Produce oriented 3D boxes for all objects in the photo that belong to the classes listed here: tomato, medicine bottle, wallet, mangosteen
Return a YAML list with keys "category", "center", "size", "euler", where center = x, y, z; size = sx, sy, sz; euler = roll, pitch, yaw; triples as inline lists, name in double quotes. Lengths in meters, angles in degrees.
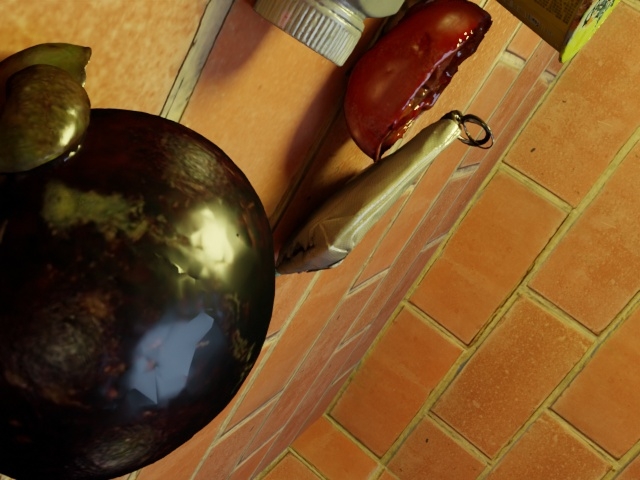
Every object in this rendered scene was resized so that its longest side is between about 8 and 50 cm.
- category: "tomato"
  center: [0.102, -0.206, 0.797]
  size: [0.228, 0.101, 0.228]
  euler: [-47, 172, -9]
- category: "medicine bottle"
  center: [0.031, -0.243, 0.514]
  size: [0.188, 0.088, 0.132]
  euler: [-56, 163, 14]
- category: "wallet"
  center: [0.059, -0.053, 0.884]
  size: [0.275, 0.068, 0.335]
  euler: [-41, -173, -17]
- category: "mangosteen"
  center: [-0.148, 0.007, 0.371]
  size: [0.228, 0.228, 0.265]
  euler: [-45, 125, -26]

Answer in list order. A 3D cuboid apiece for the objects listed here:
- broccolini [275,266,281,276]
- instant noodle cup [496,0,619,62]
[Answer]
- category: "broccolini"
  center: [-0.009, -0.005, 1.044]
  size: [0.201, 0.058, 0.074]
  euler: [-27, 140, -26]
- category: "instant noodle cup"
  center: [0.276, -0.368, 0.736]
  size: [0.264, 0.200, 0.264]
  euler: [-47, 164, -17]
